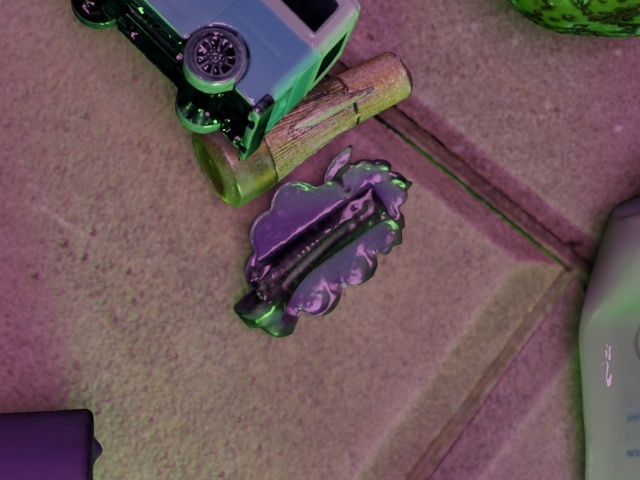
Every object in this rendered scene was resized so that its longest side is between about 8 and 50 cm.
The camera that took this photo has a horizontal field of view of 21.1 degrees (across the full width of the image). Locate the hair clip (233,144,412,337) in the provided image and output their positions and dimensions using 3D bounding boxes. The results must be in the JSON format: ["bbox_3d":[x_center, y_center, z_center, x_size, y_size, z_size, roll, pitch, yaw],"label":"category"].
[{"bbox_3d":[0.001,0.001,1.502,0.195,0.052,0.124,-42,119,-10],"label":"hair clip"}]

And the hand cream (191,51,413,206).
[{"bbox_3d":[-0.009,-0.105,1.499,0.203,0.084,0.084,-26,96,-15],"label":"hand cream"}]

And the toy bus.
[{"bbox_3d":[-0.104,-0.219,1.399,0.271,0.133,0.165,45,74,4],"label":"toy bus"}]

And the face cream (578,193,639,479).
[{"bbox_3d":[0.339,0.127,1.564,0.235,0.137,0.420,-6,104,-12],"label":"face cream"}]

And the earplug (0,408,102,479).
[{"bbox_3d":[-0.405,0.243,1.372,0.456,0.215,0.215,1,92,-7],"label":"earplug"}]

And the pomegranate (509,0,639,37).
[{"bbox_3d":[0.246,-0.294,1.445,0.254,0.270,0.254,-1,87,18],"label":"pomegranate"}]
